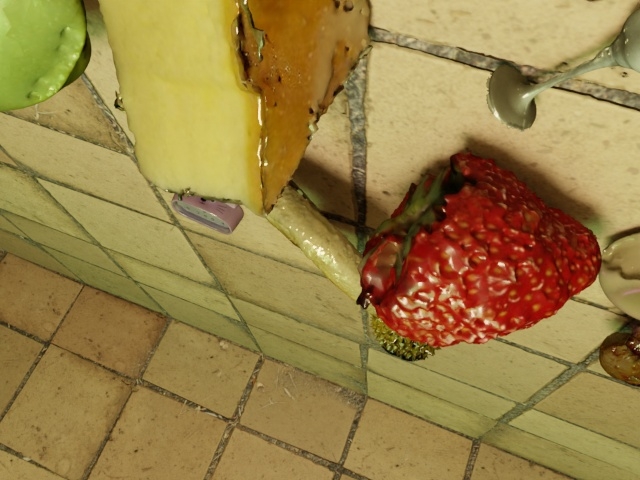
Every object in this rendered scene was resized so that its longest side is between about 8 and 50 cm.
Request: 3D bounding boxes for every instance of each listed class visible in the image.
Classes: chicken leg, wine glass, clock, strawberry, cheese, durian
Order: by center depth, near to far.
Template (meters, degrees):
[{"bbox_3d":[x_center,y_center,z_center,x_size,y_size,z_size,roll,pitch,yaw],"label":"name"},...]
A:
[{"bbox_3d":[0.264,-0.161,0.467,0.074,0.074,0.262,34,155,-24],"label":"wine glass"},{"bbox_3d":[0.192,0.026,0.713,0.257,0.261,0.261,38,155,-12],"label":"strawberry"},{"bbox_3d":[0.503,0.082,0.756,0.286,0.082,0.163,30,159,-21],"label":"cheese"},{"bbox_3d":[0.538,0.187,0.882,0.322,0.083,0.177,15,160,-22],"label":"chicken leg"},{"bbox_3d":[-0.240,-0.073,1.185,0.152,0.050,0.110,23,157,2],"label":"clock"},{"bbox_3d":[0.182,0.187,1.227,0.193,0.138,0.237,17,157,17],"label":"durian"}]

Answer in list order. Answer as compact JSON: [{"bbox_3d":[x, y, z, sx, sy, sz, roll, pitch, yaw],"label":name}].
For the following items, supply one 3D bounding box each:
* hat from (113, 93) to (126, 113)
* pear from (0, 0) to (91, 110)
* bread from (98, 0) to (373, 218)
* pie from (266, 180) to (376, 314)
[{"bbox_3d":[-0.277,-0.219,0.893,0.077,0.059,0.076,14,172,36],"label":"hat"},{"bbox_3d":[-0.407,-0.293,0.637,0.342,0.239,0.318,-34,143,25],"label":"pear"},{"bbox_3d":[-0.129,-0.200,0.528,0.248,0.279,0.315,15,169,38],"label":"bread"},{"bbox_3d":[0.000,0.000,0.915,0.337,0.075,0.337,47,-177,-3],"label":"pie"}]
